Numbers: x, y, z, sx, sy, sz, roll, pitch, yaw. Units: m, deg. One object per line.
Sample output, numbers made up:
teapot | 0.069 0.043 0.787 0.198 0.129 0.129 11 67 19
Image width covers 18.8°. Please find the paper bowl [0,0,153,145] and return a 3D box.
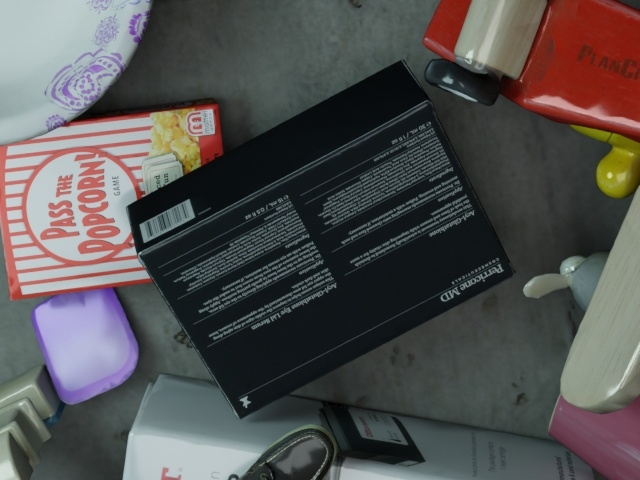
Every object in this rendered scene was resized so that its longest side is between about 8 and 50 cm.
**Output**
paper bowl | -0.280 -0.216 1.538 0.284 0.148 0.284 -1 93 -14

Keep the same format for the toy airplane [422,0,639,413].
toy airplane | 0.301 -0.104 1.498 0.386 0.272 0.384 -27 68 22

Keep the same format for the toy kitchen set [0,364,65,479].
toy kitchen set | -0.262 0.231 1.634 0.122 0.207 0.166 -27 103 9

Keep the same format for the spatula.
spatula | -0.245 -0.005 1.667 0.084 0.030 0.296 -23 101 7

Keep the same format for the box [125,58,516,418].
box | 0.000 0.000 1.584 0.261 0.103 0.184 -27 117 2

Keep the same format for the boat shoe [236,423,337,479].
boat shoe | -0.046 0.208 1.530 0.056 0.049 0.152 43 98 -4

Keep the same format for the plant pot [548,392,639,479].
plant pot | 0.296 0.142 1.603 0.180 0.201 0.201 25 103 13

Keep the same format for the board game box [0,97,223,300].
board game box | -0.176 -0.036 1.630 0.193 0.045 0.146 -8 103 -8

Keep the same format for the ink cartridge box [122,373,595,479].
ink cartridge box | 0.017 0.299 1.655 0.395 0.166 0.285 10 102 1
